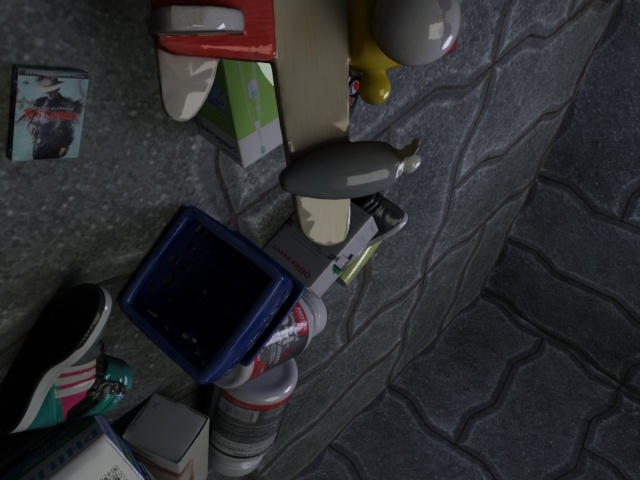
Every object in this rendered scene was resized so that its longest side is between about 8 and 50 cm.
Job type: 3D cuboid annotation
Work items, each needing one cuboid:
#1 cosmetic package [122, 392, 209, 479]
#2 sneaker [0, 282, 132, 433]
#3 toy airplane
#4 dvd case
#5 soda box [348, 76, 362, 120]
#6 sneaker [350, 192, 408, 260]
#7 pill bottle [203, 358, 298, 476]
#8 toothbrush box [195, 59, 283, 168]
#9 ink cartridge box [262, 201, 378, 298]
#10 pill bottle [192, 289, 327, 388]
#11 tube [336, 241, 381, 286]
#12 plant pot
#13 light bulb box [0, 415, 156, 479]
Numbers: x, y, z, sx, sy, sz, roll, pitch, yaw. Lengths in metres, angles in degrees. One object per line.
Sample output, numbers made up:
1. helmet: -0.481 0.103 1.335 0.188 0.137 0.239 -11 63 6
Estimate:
1. cosmetic package: -0.362 0.519 1.249 0.129 0.153 0.296 -57 162 -48
2. sneaker: -0.386 0.201 0.881 0.295 0.124 0.178 -51 149 13
3. toy airplane: 0.010 -0.234 0.555 0.386 0.273 0.384 43 73 -44
4. dvd case: -0.339 -0.156 0.653 0.087 0.013 0.119 -15 134 -51
5. soda box: 0.038 -0.287 1.048 0.060 0.053 0.168 -20 139 -48
6. sneaker: 0.067 -0.032 1.374 0.296 0.104 0.147 -35 115 21
7. pill bottle: -0.199 0.446 1.385 0.210 0.210 0.362 -23 141 -45
8. toothbrush box: -0.092 -0.283 0.771 0.206 0.122 0.283 -40 149 -23
9. ink cartridge box: 0.000 0.000 1.218 0.219 0.160 0.092 -48 153 -7
10. pill bottle: -0.129 0.213 1.250 0.319 0.176 0.176 -16 136 -52
11. tube: 0.130 0.033 1.582 0.240 0.062 0.070 -48 -166 -19
12. plant pot: -0.183 0.103 0.986 0.235 0.236 0.212 -54 160 3
13. light bulb box: -0.447 0.547 0.918 0.358 0.225 0.360 -38 111 -26
